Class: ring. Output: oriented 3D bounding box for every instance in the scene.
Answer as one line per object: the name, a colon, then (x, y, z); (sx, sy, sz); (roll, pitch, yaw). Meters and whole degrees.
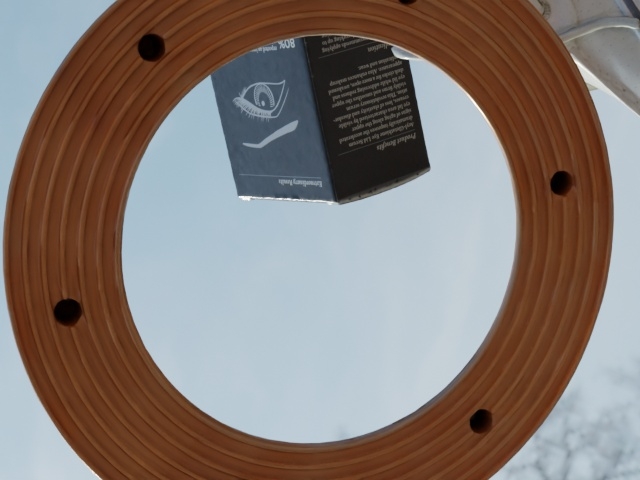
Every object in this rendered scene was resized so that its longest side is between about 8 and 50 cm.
ring: (0.000, 0.000, 0.866); (0.336, 0.032, 0.337); (-3, -79, -17)

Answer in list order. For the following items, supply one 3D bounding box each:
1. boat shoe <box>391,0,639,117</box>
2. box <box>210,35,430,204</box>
boat shoe: (0.115, -0.150, 0.972); (0.156, 0.367, 0.136); (-38, 2, 12)
box: (-0.010, -0.142, 1.393); (0.108, 0.153, 0.207); (-21, -74, -34)
